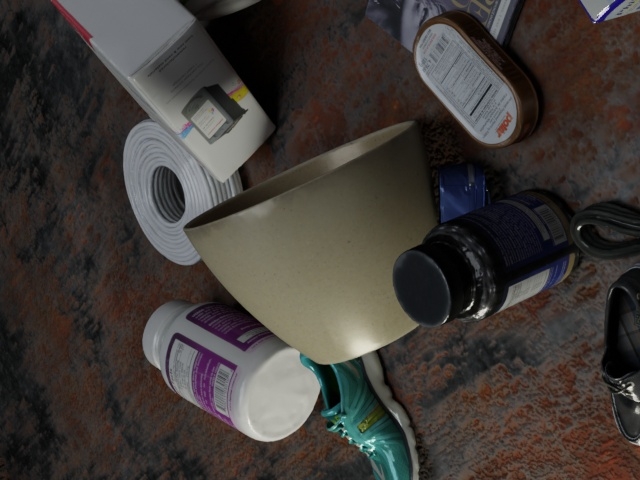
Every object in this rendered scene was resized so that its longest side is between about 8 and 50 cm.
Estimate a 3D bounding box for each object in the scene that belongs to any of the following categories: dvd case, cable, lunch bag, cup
[{"bbox_3d":[0.149,-0.293,1.555,0.221,0.018,0.165,44,136,29],"label":"dvd case"},{"bbox_3d":[-0.224,-0.086,2.056,0.257,0.089,0.257,45,136,29],"label":"cable"},{"bbox_3d":[0.181,-0.046,1.578,0.067,0.065,0.098,-83,-10,-66],"label":"lunch bag"},{"bbox_3d":[0.020,0.019,1.626,0.331,0.331,0.237,-14,103,53],"label":"cup"},{"bbox_3d":[0.396,-0.019,1.366,0.139,0.072,0.287,52,155,-5],"label":"cable"}]

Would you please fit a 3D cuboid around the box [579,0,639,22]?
[{"bbox_3d":[0.304,-0.299,1.260,0.126,0.137,0.072,61,143,12],"label":"box"}]

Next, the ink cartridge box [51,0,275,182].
[{"bbox_3d":[-0.222,-0.252,1.817,0.226,0.131,0.306,44,177,31],"label":"ink cartridge box"}]

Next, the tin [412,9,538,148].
[{"bbox_3d":[0.184,-0.193,1.517,0.190,0.040,0.106,51,143,18],"label":"tin"}]

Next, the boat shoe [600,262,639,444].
[{"bbox_3d":[0.357,0.140,1.443,0.080,0.076,0.229,25,124,44],"label":"boat shoe"}]

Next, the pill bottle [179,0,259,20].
[{"bbox_3d":[-0.169,-0.449,1.782,0.136,0.136,0.246,-22,88,53],"label":"pill bottle"}]

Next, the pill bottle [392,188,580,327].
[{"bbox_3d":[0.194,0.024,1.475,0.122,0.219,0.123,25,125,43],"label":"pill bottle"}]

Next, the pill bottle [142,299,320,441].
[{"bbox_3d":[-0.153,0.197,2.031,0.301,0.169,0.169,22,122,45],"label":"pill bottle"}]

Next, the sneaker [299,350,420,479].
[{"bbox_3d":[0.053,0.262,1.851,0.107,0.110,0.275,-37,77,52],"label":"sneaker"}]
